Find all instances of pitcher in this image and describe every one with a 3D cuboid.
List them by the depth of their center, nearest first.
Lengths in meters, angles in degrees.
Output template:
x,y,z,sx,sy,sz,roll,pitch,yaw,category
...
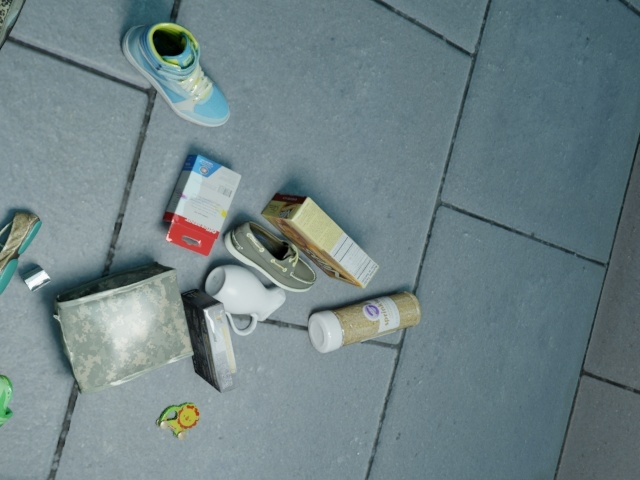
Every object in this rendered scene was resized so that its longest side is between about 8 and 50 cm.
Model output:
x,y,z,sx,sy,sz,roll,pitch,yaw,category
-0.221,0.165,1.728,0.207,0.125,0.178,30,96,-43,pitcher

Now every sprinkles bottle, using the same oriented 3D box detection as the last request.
x,y,z,sx,sy,sz,roll,pitch,yaw,category
0.139,0.244,1.957,0.355,0.121,0.121,-11,103,-31,sprinkles bottle

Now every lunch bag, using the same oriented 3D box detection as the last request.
x,y,z,sx,sy,sz,roll,pitch,yaw,category
-0.479,0.206,1.532,0.287,0.169,0.235,-19,107,-34,lunch bag

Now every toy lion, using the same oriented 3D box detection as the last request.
x,y,z,sx,sy,sz,roll,pitch,yaw,category
-0.376,0.477,1.720,0.100,0.034,0.096,43,67,-29,toy lion

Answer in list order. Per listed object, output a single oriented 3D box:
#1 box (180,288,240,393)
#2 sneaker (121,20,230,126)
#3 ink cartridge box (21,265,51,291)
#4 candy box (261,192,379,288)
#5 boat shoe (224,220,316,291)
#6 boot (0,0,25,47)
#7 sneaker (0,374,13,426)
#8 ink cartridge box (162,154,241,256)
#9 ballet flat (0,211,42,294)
x,y,z,sx,sy,sz,roll,pitch,yaw,category
-0.288,0.255,1.651,0.056,0.183,0.231,-17,105,-30,box
-0.314,-0.389,1.526,0.319,0.208,0.127,39,75,-31,sneaker
-0.647,0.086,1.456,0.048,0.083,0.028,-35,114,-24,ink cartridge box
0.000,0.000,1.796,0.316,0.183,0.087,43,75,-29,candy box
-0.118,0.046,1.761,0.305,0.091,0.109,33,37,-30,boat shoe
-0.740,-0.462,1.320,0.178,0.085,0.236,30,75,-30,boot
-0.744,0.315,1.384,0.123,0.109,0.296,-38,150,-39,sneaker
-0.313,-0.090,1.647,0.134,0.078,0.231,25,84,-32,ink cartridge box
-0.704,0.027,1.434,0.067,0.073,0.206,27,78,-5,ballet flat
